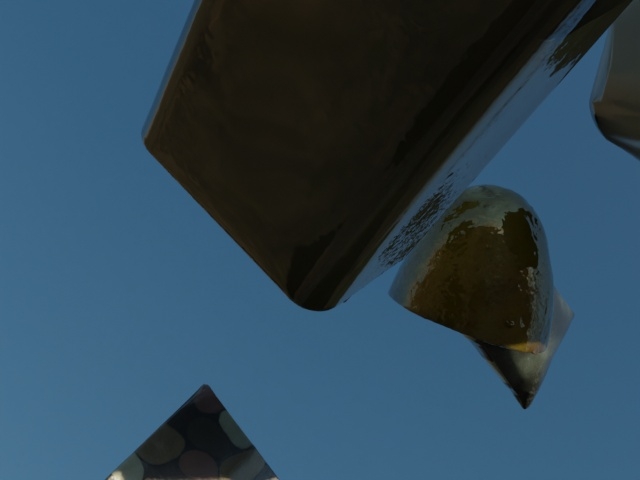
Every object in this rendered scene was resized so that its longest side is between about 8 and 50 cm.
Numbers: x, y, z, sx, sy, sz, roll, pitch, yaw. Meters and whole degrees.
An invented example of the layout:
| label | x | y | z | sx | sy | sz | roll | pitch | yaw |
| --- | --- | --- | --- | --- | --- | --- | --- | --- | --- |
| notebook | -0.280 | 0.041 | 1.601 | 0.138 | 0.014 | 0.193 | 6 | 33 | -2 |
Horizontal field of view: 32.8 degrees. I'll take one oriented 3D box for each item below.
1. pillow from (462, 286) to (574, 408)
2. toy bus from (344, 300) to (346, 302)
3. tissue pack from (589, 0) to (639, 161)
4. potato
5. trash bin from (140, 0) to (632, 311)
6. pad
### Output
| label | x | y | z | sx | sy | sz | roll | pitch | yaw |
| --- | --- | --- | --- | --- | --- | --- | --- | --- | --- |
| pillow | 0.260 | 0.092 | 1.508 | 0.106 | 0.186 | 0.250 | -8 | -47 | 50 |
| toy bus | 0.000 | 0.000 | 0.963 | 0.058 | 0.102 | 0.052 | 11 | -46 | -40 |
| tissue pack | 0.429 | -0.147 | 1.044 | 0.236 | 0.229 | 0.333 | 12 | -5 | 36 |
| potato | 0.177 | 0.019 | 1.164 | 0.178 | 0.203 | 0.158 | 18 | -80 | 7 |
| trash bin | 0.025 | -0.101 | 0.536 | 0.164 | 0.122 | 0.240 | 46 | -48 | 10 |
| pad | -0.136 | 0.269 | 1.115 | 0.003 | 0.235 | 0.158 | -32 | -84 | 40 |
